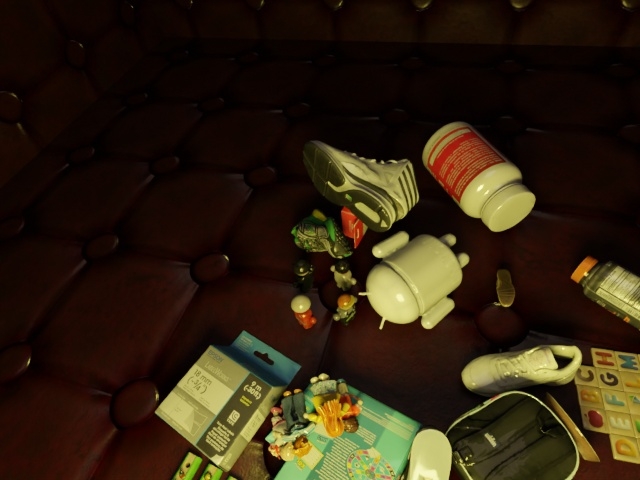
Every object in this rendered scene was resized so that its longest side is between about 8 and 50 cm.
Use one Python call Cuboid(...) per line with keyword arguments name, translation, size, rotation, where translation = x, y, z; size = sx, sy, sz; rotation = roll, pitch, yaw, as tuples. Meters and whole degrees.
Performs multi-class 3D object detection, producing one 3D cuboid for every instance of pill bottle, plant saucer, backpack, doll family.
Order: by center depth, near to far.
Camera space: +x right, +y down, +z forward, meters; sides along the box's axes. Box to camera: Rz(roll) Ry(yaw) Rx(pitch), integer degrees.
Cuboid(name="backpack", translation=(0.431, 0.482, 0.931), size=(0.253, 0.191, 0.225), rotation=(-31, 55, -7))
Cuboid(name="plant saucer", translation=(0.584, 0.444, 0.966), size=(0.029, 0.168, 0.168), rotation=(-34, 51, 8))
Cuboid(name="doll family", translation=(-0.027, 0.429, 0.987), size=(0.263, 0.118, 0.163), rotation=(-25, 37, 2))
Cuboid(name="pill bottle", translation=(0.868, 0.146, 1.180), size=(0.130, 0.130, 0.245), rotation=(-35, 54, -19))
Cuboid(name="pill bottle", translation=(0.564, -0.232, 1.473), size=(0.229, 0.229, 0.408), rotation=(-20, 51, -8))

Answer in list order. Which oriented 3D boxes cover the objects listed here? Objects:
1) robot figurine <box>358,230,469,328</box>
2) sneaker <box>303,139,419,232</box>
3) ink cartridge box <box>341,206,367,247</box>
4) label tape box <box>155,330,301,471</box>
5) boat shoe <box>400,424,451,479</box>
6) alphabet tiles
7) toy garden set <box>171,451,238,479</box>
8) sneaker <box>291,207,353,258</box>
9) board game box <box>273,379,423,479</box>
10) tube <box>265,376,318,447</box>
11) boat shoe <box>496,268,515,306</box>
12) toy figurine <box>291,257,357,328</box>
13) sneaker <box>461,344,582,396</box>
Cuboid(name="robot figurine", translation=(0.284, 0.116, 1.247), size=(0.353, 0.200, 0.300), rotation=(-33, 82, -18))
Cuboid(name="sneaker", translation=(0.153, -0.230, 1.429), size=(0.257, 0.169, 0.447), rotation=(-32, 62, -28))
Cuboid(name="ink cartridge box", translation=(0.140, -0.101, 1.490), size=(0.078, 0.134, 0.231), rotation=(18, 55, 21))
Cuboid(name="label tape box", translation=(-0.250, 0.414, 1.146), size=(0.240, 0.106, 0.334), rotation=(24, 58, 25))
Cuboid(name="boat shoe", translation=(0.209, 0.553, 0.868), size=(0.113, 0.105, 0.306), rotation=(6, 75, 13))
Cuboid(name="alphabet tiles", translation=(0.841, 0.422, 1.035), size=(0.342, 0.011, 0.285), rotation=(5, 52, 13))
Cuboid(name="toy garden set", translation=(-0.288, 0.663, 0.984), size=(0.244, 0.049, 0.204), rotation=(16, 55, 21))
Cuboid(name="sneaker", translation=(0.000, 0.000, 1.395), size=(0.146, 0.134, 0.343), rotation=(-36, 21, -7))
Cuboid(name="board game box", translation=(0.061, 0.543, 0.977), size=(0.253, 0.079, 0.336), rotation=(16, 54, 38))
Cuboid(name="tube", translation=(-0.055, 0.474, 1.110), size=(0.080, 0.052, 0.207), rotation=(23, 64, 36))
Cuboid(name="boat shoe", translation=(0.577, 0.154, 1.272), size=(0.050, 0.045, 0.135), rotation=(0, 48, 21))
Cuboid(name="toy figurine", translation=(0.010, 0.159, 1.288), size=(0.209, 0.148, 0.213), rotation=(-3, 50, 6))
Cuboid(name="sneaker", translation=(0.525, 0.324, 1.073), size=(0.305, 0.152, 0.114), rotation=(-11, 52, 2))
